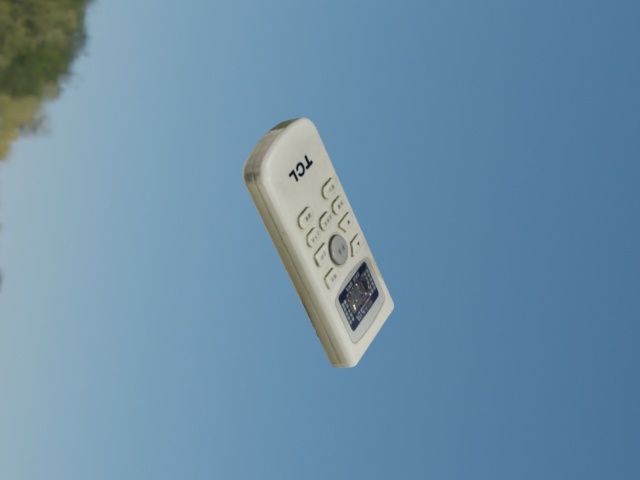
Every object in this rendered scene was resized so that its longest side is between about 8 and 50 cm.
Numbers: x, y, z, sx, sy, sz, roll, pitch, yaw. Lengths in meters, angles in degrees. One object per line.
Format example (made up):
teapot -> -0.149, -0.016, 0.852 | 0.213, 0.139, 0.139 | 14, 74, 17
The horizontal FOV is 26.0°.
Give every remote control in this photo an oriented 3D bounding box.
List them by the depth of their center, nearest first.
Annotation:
remote control -> 0.000, 0.000, 1.066 | 0.087, 0.029, 0.190 | -51, 125, -47
